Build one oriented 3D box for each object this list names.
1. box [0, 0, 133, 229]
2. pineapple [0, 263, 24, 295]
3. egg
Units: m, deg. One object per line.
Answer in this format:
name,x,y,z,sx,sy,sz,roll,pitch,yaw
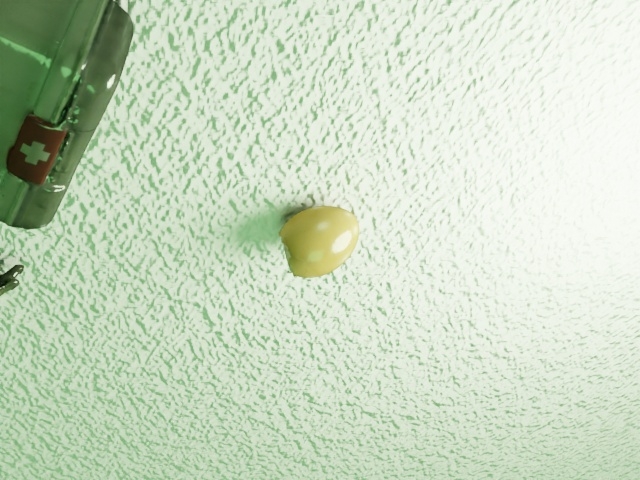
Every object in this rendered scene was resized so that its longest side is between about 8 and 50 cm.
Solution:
box,-0.264,-0.128,0.794,0.129,0.148,0.210,23,125,-19
pineapple,-0.483,0.114,0.966,0.340,0.169,0.169,-17,136,-10
egg,0.000,0.000,1.034,0.096,0.080,0.080,-18,136,0
